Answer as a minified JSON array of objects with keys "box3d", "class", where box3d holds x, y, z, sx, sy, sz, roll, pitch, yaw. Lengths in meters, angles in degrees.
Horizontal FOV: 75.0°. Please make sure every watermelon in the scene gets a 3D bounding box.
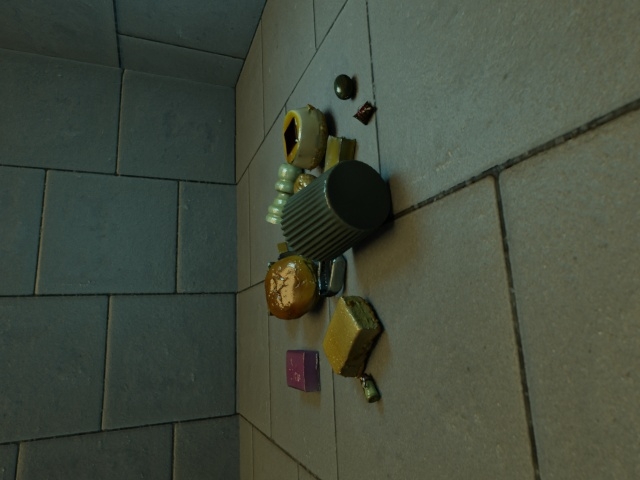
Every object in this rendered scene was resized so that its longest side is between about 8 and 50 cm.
[{"box3d":[0.093,-0.606,1.657,0.078,0.078,0.111,141,125,-62],"class":"watermelon"}]

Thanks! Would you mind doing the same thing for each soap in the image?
[{"box3d":[0.069,-0.306,1.697,0.135,0.076,0.234,-140,57,-61],"class":"soap"},{"box3d":[-0.088,0.618,1.996,0.259,0.081,0.181,154,116,-65],"class":"soap"}]

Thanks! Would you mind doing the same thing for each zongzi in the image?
[{"box3d":[0.166,-0.478,1.528,0.083,0.067,0.074,-39,39,38],"class":"zongzi"}]

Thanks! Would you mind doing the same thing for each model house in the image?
[{"box3d":[-0.190,0.065,2.261,0.088,0.100,0.101,-113,32,-45],"class":"model house"}]

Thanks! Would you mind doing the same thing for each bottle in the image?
[{"box3d":[0.164,0.507,1.439,0.101,0.047,0.063,-115,24,-50],"class":"bottle"}]

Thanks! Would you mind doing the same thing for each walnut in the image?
[{"box3d":[-0.053,-0.224,1.906,0.180,0.144,0.144,51,135,51],"class":"walnut"}]

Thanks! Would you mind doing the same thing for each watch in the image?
[{"box3d":[0.040,0.138,1.748,0.193,0.068,0.207,-175,90,-71],"class":"watch"}]

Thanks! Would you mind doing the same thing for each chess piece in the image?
[{"box3d":[-0.176,-0.247,2.198,0.182,0.182,0.331,-155,75,-66],"class":"chess piece"}]

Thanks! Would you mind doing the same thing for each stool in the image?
[{"box3d":[0.055,-0.102,1.463,0.330,0.297,0.298,-32,59,58],"class":"stool"}]

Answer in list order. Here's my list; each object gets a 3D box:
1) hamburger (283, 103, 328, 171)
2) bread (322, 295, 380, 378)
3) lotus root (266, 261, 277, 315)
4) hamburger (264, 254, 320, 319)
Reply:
[{"box3d":[-0.061,-0.466,1.896,0.276,0.179,0.295,135,130,-62],"class":"hamburger"},{"box3d":[0.110,0.346,1.506,0.185,0.114,0.275,-121,38,-47],"class":"bread"},{"box3d":[-0.212,0.267,2.201,0.267,0.149,0.261,108,159,-72],"class":"lotus root"},{"box3d":[-0.125,0.219,1.945,0.314,0.170,0.290,-31,64,30],"class":"hamburger"}]
